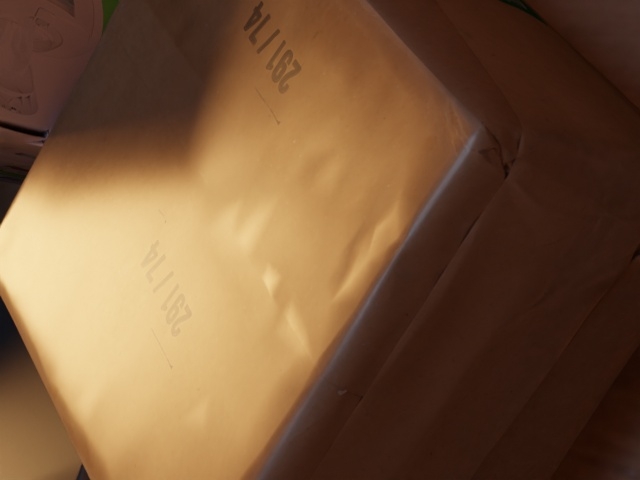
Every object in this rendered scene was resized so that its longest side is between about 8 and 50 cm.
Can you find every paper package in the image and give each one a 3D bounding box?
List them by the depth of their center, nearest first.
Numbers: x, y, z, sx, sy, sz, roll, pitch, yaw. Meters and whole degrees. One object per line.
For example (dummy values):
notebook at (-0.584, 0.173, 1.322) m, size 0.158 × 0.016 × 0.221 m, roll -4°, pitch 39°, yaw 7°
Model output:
paper package at (0.000, 0.000, 0.990) m, size 0.309 × 0.168 × 0.325 m, roll -59°, pitch 38°, yaw 19°

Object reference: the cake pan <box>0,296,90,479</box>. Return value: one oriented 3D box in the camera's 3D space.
cake pan at (-0.221, 0.148, 1.220) m, size 0.293 × 0.054 × 0.293 m, roll -22°, pitch 49°, yaw 28°

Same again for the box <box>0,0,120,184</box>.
box at (-0.210, -0.111, 1.185) m, size 0.231 × 0.262 × 0.127 m, roll -1°, pitch 81°, yaw 45°
